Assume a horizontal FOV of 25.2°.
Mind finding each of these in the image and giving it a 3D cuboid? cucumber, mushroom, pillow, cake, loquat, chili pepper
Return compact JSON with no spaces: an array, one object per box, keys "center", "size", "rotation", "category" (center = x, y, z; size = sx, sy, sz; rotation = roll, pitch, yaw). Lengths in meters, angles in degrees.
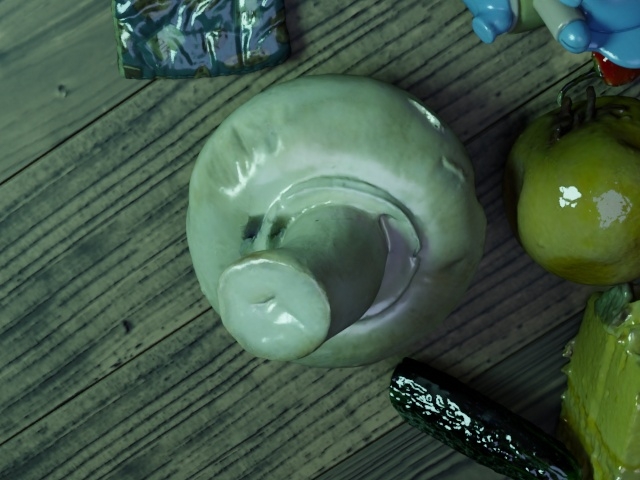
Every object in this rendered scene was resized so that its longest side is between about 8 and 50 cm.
[{"center":[0.183,0.211,1.596],"size":[0.241,0.074,0.074],"rotation":[28,108,24],"category":"cucumber"},{"center":[-0.009,-0.003,1.483],"size":[0.356,0.315,0.315],"rotation":[-32,112,-30],"category":"mushroom"},{"center":[-0.132,-0.293,1.484],"size":[0.189,0.034,0.255],"rotation":[-8,108,-4],"category":"pillow"},{"center":[0.405,0.169,1.586],"size":[0.228,0.222,0.286],"rotation":[5,109,-9],"category":"cake"},{"center":[0.286,-0.054,1.506],"size":[0.213,0.213,0.213],"rotation":[-1,109,-4],"category":"loquat"},{"center":[0.368,-0.220,1.539],"size":[0.268,0.050,0.059],"rotation":[-29,93,4],"category":"chili pepper"}]

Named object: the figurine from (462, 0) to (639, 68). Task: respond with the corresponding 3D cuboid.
[{"center":[0.264,-0.252,1.457],"size":[0.262,0.180,0.153],"rotation":[-14,124,-6],"category":"figurine"}]
